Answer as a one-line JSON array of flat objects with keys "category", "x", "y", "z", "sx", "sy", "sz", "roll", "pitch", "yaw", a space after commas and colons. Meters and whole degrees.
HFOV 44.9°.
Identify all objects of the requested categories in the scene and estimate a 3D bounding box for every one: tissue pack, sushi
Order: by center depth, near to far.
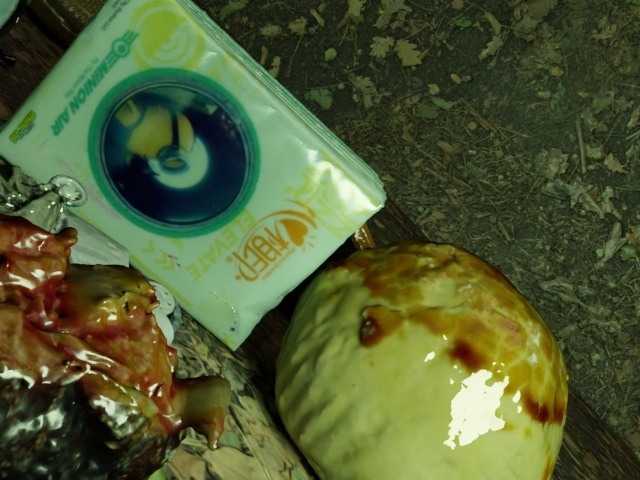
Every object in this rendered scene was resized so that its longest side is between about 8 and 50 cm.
[{"category": "sushi", "x": -0.212, "y": 0.087, "z": 0.482, "sx": 0.343, "sy": 0.182, "sz": 0.196, "roll": 25, "pitch": 30, "yaw": -47}, {"category": "tissue pack", "x": -0.153, "y": -0.096, "z": 0.947, "sx": 0.388, "sy": 0.287, "sz": 0.162, "roll": 42, "pitch": 18, "yaw": -12}]

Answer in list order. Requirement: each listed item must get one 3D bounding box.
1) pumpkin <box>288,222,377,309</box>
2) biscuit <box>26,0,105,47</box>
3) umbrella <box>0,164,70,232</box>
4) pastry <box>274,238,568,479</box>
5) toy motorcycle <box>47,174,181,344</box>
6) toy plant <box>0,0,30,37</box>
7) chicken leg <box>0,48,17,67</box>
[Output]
[{"category": "pumpkin", "x": 0.000, "y": 0.000, "z": 1.237, "sx": 0.222, "sy": 0.139, "sz": 0.317, "roll": -7, "pitch": 78, "yaw": -75}, {"category": "biscuit", "x": -0.447, "y": -0.419, "z": 1.469, "sx": 0.259, "sy": 0.079, "sz": 0.259, "roll": 42, "pitch": 14, "yaw": -12}, {"category": "umbrella", "x": -0.361, "y": -0.075, "z": 0.554, "sx": 0.358, "sy": 0.106, "sz": 0.113, "roll": 23, "pitch": -12, "yaw": -21}, {"category": "pastry", "x": 0.133, "y": 0.167, "z": 0.962, "sx": 0.388, "sy": 0.313, "sz": 0.388, "roll": 44, "pitch": 17, "yaw": -17}, {"category": "toy motorcycle", "x": -0.245, "y": 0.038, "z": 0.698, "sx": 0.260, "sy": 0.110, "sz": 0.171, "roll": 35, "pitch": 28, "yaw": -18}, {"category": "toy plant", "x": -0.514, "y": -0.382, "z": 0.908, "sx": 0.332, "sy": 0.247, "sz": 0.247, "roll": 47, "pitch": 13, "yaw": 26}, {"category": "chicken leg", "x": -0.491, "y": -0.289, "z": 1.079, "sx": 0.145, "sy": 0.037, "sz": 0.062, "roll": 37, "pitch": 2, "yaw": -23}]
